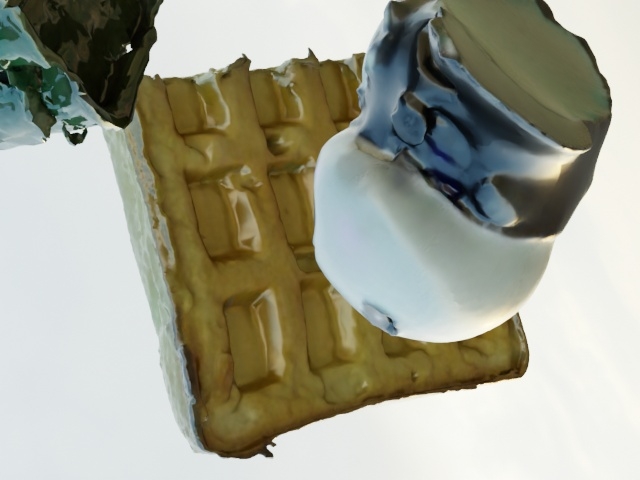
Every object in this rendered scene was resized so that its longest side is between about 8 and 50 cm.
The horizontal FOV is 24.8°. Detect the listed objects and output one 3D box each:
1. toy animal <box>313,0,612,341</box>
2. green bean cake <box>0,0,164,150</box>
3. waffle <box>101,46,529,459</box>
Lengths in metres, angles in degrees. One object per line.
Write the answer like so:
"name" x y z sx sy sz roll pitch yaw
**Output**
"toy animal" 0.062 -0.035 0.740 0.166 0.179 0.138 -10 -134 -48
"green bean cake" -0.169 -0.186 0.618 0.255 0.132 0.241 48 -135 -49
"waffle" 0.001 0.000 1.132 0.348 0.077 0.304 -9 -98 -40
